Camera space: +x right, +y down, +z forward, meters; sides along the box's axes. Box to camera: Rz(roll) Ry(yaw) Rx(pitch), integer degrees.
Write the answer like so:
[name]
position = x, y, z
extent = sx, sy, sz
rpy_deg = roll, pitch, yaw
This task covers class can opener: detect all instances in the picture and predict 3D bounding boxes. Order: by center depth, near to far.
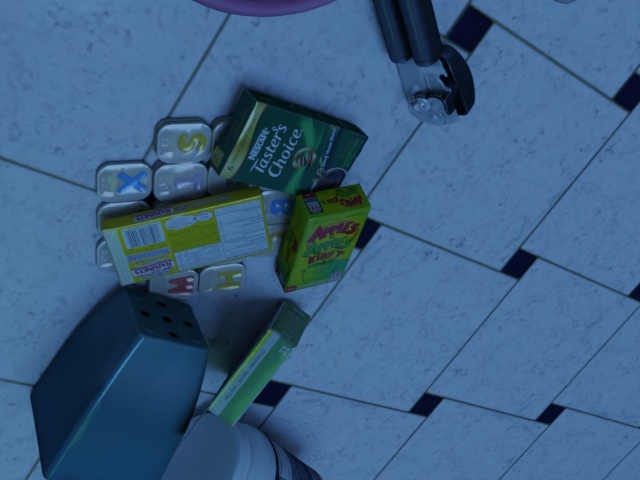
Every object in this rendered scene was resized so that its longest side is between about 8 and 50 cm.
[can opener]
position = 0.123, -0.258, 1.063
extent = 0.093, 0.074, 0.280
rpy_deg = -56, 140, -25

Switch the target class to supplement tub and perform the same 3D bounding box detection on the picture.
[supplement tub]
position = -0.122, 0.413, 1.377
extent = 0.191, 0.191, 0.272
rpy_deg = -38, 132, 6

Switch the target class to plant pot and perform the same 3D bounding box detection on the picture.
[plant pot]
position = -0.264, 0.194, 1.161
extent = 0.166, 0.165, 0.234
rpy_deg = 20, 113, -35

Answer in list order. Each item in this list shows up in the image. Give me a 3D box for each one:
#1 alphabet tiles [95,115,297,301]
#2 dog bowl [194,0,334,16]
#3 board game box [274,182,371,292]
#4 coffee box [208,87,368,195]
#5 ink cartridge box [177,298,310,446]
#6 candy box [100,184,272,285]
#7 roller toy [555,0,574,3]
[alphabet tiles]
position = -0.157, -0.035, 1.125
extent = 0.278, 0.021, 0.284
rpy_deg = -5, 127, -22
[dog bowl]
position = -0.042, -0.383, 0.753
extent = 0.408, 0.150, 0.407
rpy_deg = -20, 142, -17
[board game box]
position = 0.000, 0.000, 1.169
extent = 0.092, 0.043, 0.181
rpy_deg = -12, 149, -22
[coffee box]
position = -0.039, -0.116, 1.080
extent = 0.184, 0.040, 0.113
rpy_deg = 13, 117, -39
[ink cartridge box]
position = -0.102, 0.196, 1.204
extent = 0.056, 0.235, 0.171
rpy_deg = 36, 109, -2
[candy box]
position = -0.171, -0.005, 1.098
extent = 0.206, 0.027, 0.105
rpy_deg = -13, 138, -7
[roller toy]
position = 0.237, -0.357, 0.940
extent = 0.191, 0.209, 0.146
rpy_deg = -1, 129, -50
